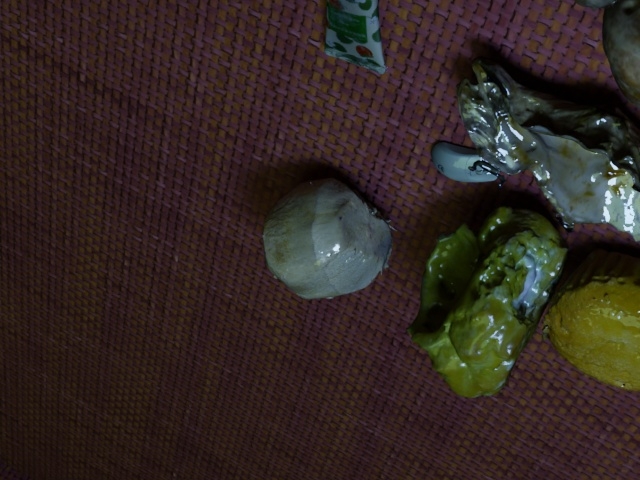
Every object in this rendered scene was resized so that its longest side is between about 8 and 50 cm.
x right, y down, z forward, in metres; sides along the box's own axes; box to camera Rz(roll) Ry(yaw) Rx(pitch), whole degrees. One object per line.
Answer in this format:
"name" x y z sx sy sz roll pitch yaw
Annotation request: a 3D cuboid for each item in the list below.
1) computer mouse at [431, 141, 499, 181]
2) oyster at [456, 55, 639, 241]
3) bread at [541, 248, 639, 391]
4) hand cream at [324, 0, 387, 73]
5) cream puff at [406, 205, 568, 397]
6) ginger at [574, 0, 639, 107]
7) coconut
"computer mouse" 0.202 -0.104 1.985 0.110 0.032 0.056 12 142 26
"oyster" 0.314 -0.107 1.811 0.337 0.133 0.197 28 147 9
"bread" 0.438 0.116 1.983 0.240 0.139 0.240 20 144 16
"hand cream" 0.041 -0.320 1.825 0.095 0.059 0.276 22 149 18
"cream puff" 0.225 0.075 1.996 0.185 0.282 0.282 28 146 14
"ginger" 0.413 -0.232 1.555 0.304 0.155 0.244 14 124 31
"coconut" -0.002 -0.001 2.145 0.194 0.194 0.194 20 144 16
